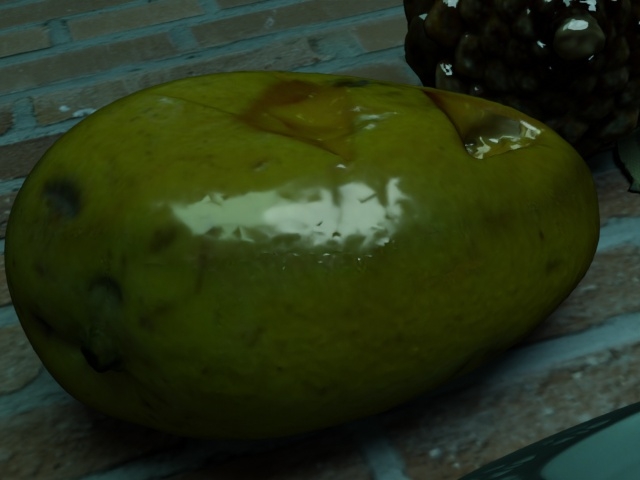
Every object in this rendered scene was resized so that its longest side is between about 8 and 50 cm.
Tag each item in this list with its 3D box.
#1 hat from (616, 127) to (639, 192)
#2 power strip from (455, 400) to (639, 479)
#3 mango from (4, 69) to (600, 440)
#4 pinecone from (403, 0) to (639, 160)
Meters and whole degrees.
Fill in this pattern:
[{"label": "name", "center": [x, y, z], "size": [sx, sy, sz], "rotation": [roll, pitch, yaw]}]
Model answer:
[{"label": "hat", "center": [0.351, -0.106, 0.700], "size": [0.252, 0.110, 0.252], "rotation": [-4, 37, 3]}, {"label": "power strip", "center": [0.125, 0.110, 0.436], "size": [0.216, 0.044, 0.137], "rotation": [-11, -15, -48]}, {"label": "mango", "center": [0.000, 0.000, 0.575], "size": [0.364, 0.182, 0.253], "rotation": [-7, 33, -19]}, {"label": "pinecone", "center": [0.172, -0.170, 0.725], "size": [0.224, 0.224, 0.272], "rotation": [-3, 13, 6]}]
